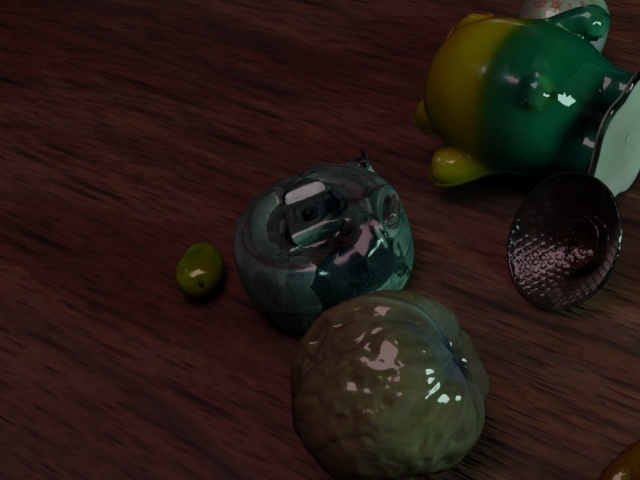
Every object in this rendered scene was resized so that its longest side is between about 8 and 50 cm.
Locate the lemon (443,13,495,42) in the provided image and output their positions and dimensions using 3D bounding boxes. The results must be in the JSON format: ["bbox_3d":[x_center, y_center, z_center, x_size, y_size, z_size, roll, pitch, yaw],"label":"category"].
[{"bbox_3d":[0.255,-0.307,2.069,0.114,0.114,0.155,11,50,32],"label":"lemon"}]

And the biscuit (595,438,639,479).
[{"bbox_3d":[0.389,0.307,1.366,0.220,0.066,0.220,-20,48,24],"label":"biscuit"}]

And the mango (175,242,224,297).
[{"bbox_3d":[-0.182,0.043,1.929,0.073,0.056,0.108,-11,39,4],"label":"mango"}]

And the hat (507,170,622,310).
[{"bbox_3d":[0.351,0.006,1.730,0.193,0.082,0.193,-17,67,46],"label":"hat"}]

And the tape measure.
[{"bbox_3d":[0.000,0.000,1.830,0.256,0.147,0.275,-23,40,0],"label":"tape measure"}]

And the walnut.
[{"bbox_3d":[0.079,0.185,1.546,0.248,0.248,0.248,-12,42,11],"label":"walnut"}]

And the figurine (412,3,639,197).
[{"bbox_3d":[0.301,-0.203,1.847,0.340,0.231,0.323,23,92,34],"label":"figurine"}]

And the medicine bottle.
[{"bbox_3d":[0.371,-0.318,2.004,0.147,0.147,0.143,9,51,30],"label":"medicine bottle"}]
